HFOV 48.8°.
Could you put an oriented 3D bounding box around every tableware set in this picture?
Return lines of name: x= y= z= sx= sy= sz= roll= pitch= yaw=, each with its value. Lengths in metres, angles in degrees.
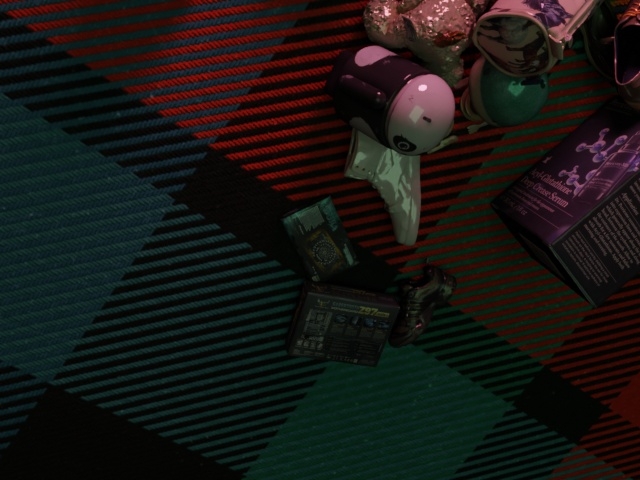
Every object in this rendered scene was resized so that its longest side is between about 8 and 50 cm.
tableware set: x=0.308 y=-0.284 z=1.570 sx=0.194 sy=0.039 sz=0.128 roll=-25 pitch=113 yaw=-2

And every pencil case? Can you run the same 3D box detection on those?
pencil case: x=0.480 y=-0.484 z=1.380 sx=0.410 sy=0.183 sz=0.160 roll=-47 pitch=149 yaw=-23

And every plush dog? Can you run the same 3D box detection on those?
plush dog: x=0.251 y=-0.469 z=1.427 sx=0.262 sy=0.210 sz=0.226 roll=31 pitch=76 yaw=-21

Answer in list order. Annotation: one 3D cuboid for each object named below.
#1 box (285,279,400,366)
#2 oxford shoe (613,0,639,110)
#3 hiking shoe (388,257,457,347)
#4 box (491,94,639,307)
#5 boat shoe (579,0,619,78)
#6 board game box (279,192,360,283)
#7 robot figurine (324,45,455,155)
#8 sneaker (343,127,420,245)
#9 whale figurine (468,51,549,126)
box: x=0.050 y=0.200 z=1.671 sx=0.232 sy=0.059 sz=0.184 roll=10 pitch=118 yaw=-16
oxford shoe: x=0.697 y=-0.468 z=1.482 sx=0.132 sy=0.129 sz=0.364 roll=17 pitch=81 yaw=-43
hiking shoe: x=0.221 y=0.152 z=1.700 sx=0.114 sy=0.086 sz=0.227 roll=37 pitch=93 yaw=-8
box: x=0.639 y=-0.098 z=1.570 sx=0.395 sy=0.293 sz=0.212 roll=-41 pitch=113 yaw=5
boat shoe: x=0.629 y=-0.450 z=1.557 sx=0.080 sy=0.073 sz=0.224 roll=-34 pitch=112 yaw=2
board game box: x=0.000 y=0.000 z=1.617 sx=0.126 sy=0.026 sz=0.186 roll=-25 pitch=113 yaw=-2
robot figurine: x=0.136 y=-0.280 z=1.412 sx=0.209 sy=0.278 sz=0.174 roll=-35 pitch=143 yaw=-26
sneaker: x=0.132 y=-0.128 z=1.562 sx=0.169 sy=0.108 sz=0.293 roll=-5 pitch=101 yaw=-8
whale figurine: x=0.422 y=-0.372 z=1.480 sx=0.216 sy=0.141 sz=0.272 roll=28 pitch=79 yaw=-40
